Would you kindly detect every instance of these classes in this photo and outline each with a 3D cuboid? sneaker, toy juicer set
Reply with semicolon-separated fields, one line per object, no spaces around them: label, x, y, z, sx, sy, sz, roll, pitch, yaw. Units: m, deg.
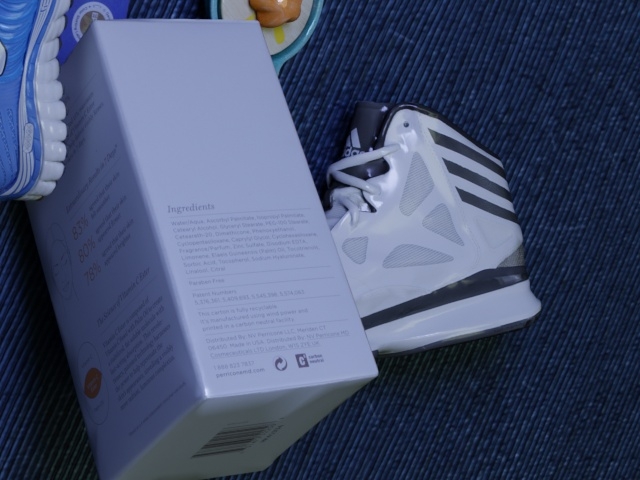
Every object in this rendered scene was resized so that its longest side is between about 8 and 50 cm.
sneaker;-0.286;-0.185;1.471;0.147;0.130;0.330;-9;109;-33
sneaker;0.000;0.000;1.797;0.447;0.169;0.257;-12;92;-28
toy juicer set;-0.078;-0.240;1.684;0.209;0.089;0.329;26;88;-44

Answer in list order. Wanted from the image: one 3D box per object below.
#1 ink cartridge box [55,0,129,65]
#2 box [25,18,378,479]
ink cartridge box;-0.284;-0.294;1.563;0.330;0.071;0.324;6;98;-33
box;-0.118;0.011;1.556;0.168;0.215;0.345;-4;66;-33
